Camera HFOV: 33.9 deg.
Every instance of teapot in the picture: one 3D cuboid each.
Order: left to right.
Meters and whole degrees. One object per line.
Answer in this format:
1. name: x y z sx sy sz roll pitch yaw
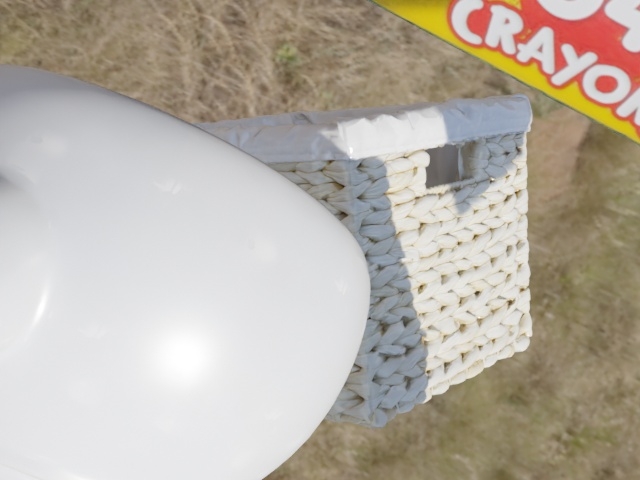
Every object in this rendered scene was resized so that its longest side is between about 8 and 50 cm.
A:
1. teapot: -0.109 0.055 0.478 0.256 0.252 0.187 29 74 -28

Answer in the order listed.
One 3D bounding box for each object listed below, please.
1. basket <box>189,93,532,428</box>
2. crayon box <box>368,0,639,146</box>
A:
1. basket: 0.000 0.000 1.042 0.328 0.331 0.266 -15 104 -51
2. crayon box: 0.134 -0.166 0.243 0.106 0.363 0.313 -55 171 -41
